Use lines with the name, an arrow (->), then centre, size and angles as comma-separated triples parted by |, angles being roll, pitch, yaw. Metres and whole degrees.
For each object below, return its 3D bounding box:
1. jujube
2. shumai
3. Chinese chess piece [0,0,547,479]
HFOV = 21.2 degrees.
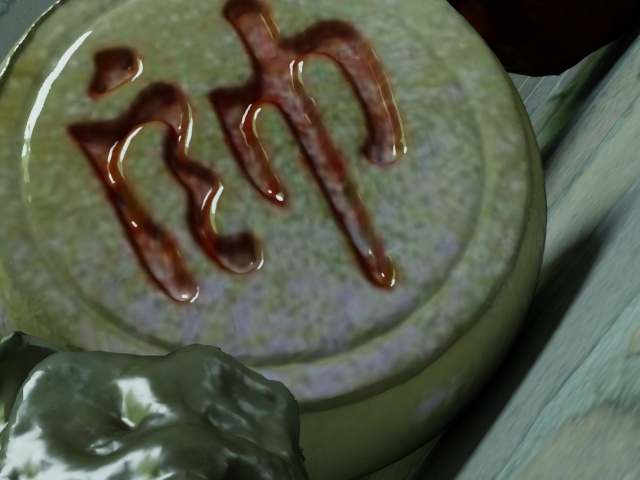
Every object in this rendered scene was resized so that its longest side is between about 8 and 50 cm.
jujube -> 0.169, -0.247, 1.290 | 0.232, 0.213, 0.213 | -50, 0, -29
shumai -> -0.090, 0.106, 0.542 | 0.184, 0.185, 0.218 | -18, -26, 12
Chinese chess piece -> -0.030, -0.014, 0.793 | 0.270, 0.270, 0.112 | -53, -14, -26
